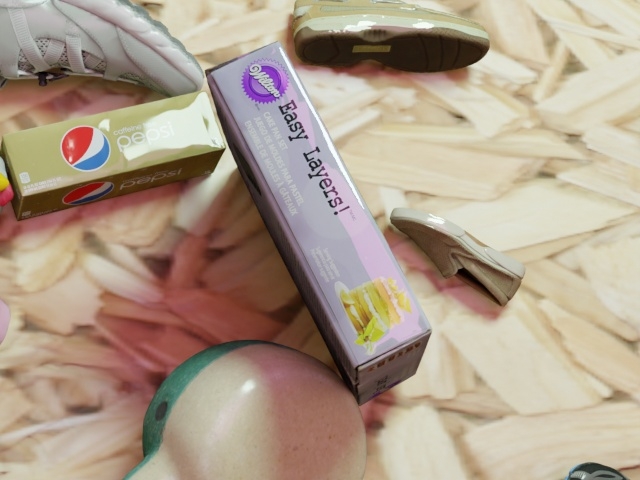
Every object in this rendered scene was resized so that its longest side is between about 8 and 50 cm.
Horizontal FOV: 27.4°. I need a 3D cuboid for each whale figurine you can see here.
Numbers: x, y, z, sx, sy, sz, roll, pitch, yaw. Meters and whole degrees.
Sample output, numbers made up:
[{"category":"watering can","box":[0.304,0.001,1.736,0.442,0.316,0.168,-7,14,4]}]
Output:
[{"category":"whale figurine","box":[-0.076,0.209,1.025,0.216,0.141,0.272,17,90,-37]}]

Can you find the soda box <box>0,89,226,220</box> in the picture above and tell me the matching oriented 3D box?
[{"category":"soda box","box":[-0.176,-0.073,1.115,0.181,0.061,0.058,-16,76,-22]}]

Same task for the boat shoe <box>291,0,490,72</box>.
[{"category":"boat shoe","box":[0.067,-0.206,1.238,0.190,0.068,0.072,3,59,-16]}]

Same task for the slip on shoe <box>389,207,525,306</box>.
[{"category":"slip on shoe","box":[0.120,0.014,1.188,0.135,0.051,0.041,28,77,-13]}]

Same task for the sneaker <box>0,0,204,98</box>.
[{"category":"sneaker","box":[-0.237,-0.178,1.132,0.281,0.105,0.115,23,100,-13]}]

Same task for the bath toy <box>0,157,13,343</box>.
[{"category":"bath toy","box":[-0.305,0.068,0.991,0.151,0.129,0.348,13,68,-12]}]

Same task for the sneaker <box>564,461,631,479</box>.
[{"category":"sneaker","box":[0.294,0.251,1.140,0.188,0.078,0.067,36,65,-2]}]

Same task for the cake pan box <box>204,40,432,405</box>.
[{"category":"cake pan box","box":[0.000,0.000,1.040,0.070,0.267,0.246,-25,77,-4]}]
